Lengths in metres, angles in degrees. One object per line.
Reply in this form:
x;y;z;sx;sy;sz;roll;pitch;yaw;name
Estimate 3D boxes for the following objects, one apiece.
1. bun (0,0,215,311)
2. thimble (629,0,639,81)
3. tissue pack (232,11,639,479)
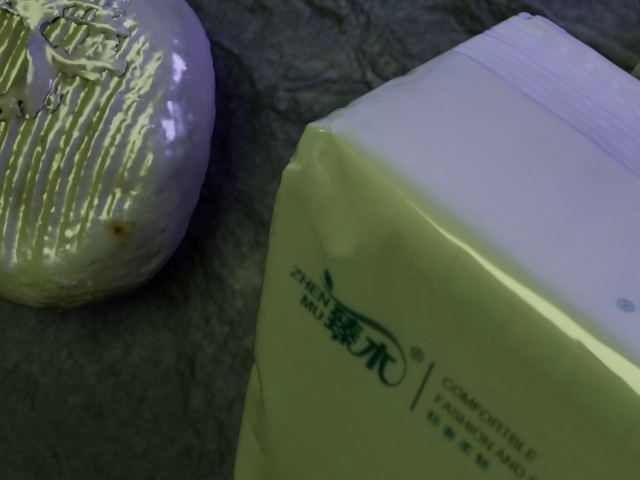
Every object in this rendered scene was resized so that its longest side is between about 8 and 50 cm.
-0.190;-0.089;0.780;0.273;0.168;0.272;-1;86;12;bun
0.311;-0.072;0.604;0.288;0.167;0.254;28;84;22;thimble
0.150;0.119;0.529;0.380;0.297;0.207;39;49;26;tissue pack
